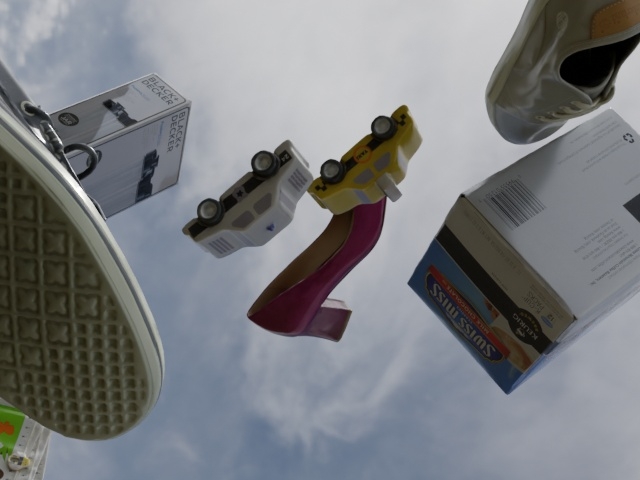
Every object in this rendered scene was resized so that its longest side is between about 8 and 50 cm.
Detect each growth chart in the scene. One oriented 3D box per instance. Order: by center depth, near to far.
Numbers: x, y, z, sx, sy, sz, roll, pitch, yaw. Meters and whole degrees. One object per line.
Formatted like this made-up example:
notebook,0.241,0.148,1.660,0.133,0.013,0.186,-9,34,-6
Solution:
growth chart,-0.465,0.306,1.502,0.237,0.171,0.021,-100,-154,-48

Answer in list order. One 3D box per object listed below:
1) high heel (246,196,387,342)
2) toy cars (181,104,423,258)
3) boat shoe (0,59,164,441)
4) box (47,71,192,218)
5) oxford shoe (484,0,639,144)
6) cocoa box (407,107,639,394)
high heel,0.000,0.000,1.905,0.127,0.181,0.377,-155,-101,-69
toy cars,0.000,-0.066,1.435,0.087,0.393,0.176,50,-39,25
boat shoe,-0.293,-0.051,0.924,0.186,0.156,0.500,-38,-91,19
box,-0.326,-0.114,1.514,0.087,0.290,0.169,38,-45,22
oxford shoe,0.322,-0.214,1.381,0.130,0.169,0.449,61,-10,16
cocoa box,0.344,0.012,1.519,0.231,0.347,0.228,49,-34,17
